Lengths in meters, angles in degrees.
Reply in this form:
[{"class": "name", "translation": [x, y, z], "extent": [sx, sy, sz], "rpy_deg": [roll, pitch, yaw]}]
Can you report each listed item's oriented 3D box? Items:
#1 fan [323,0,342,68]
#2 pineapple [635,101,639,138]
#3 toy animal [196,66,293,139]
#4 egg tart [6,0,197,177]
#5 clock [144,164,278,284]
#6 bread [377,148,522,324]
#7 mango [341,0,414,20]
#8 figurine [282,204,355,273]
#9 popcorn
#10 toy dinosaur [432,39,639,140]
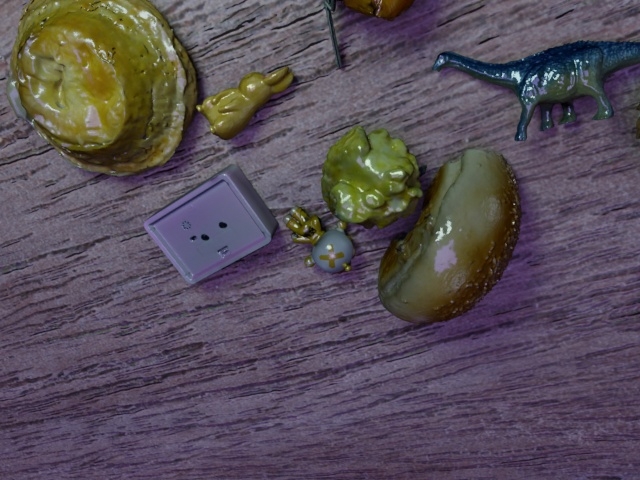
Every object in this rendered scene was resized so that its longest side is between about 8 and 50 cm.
[{"class": "fan", "translation": [-0.012, -0.397, 0.773], "extent": [0.012, 0.294, 0.223], "rpy_deg": [-18, 79, 2]}, {"class": "pineapple", "translation": [0.604, -0.091, 0.779], "extent": [0.223, 0.222, 0.357], "rpy_deg": [-35, 112, 23]}, {"class": "toy animal", "translation": [-0.114, -0.230, 0.919], "extent": [0.159, 0.083, 0.070], "rpy_deg": [-36, 78, 12]}, {"class": "egg tart", "translation": [-0.367, -0.246, 0.919], "extent": [0.342, 0.129, 0.340], "rpy_deg": [4, 117, 8]}, {"class": "clock", "translation": [-0.194, -0.026, 1.023], "extent": [0.197, 0.063, 0.150], "rpy_deg": [-28, 107, 21]}, {"class": "bread", "translation": [0.207, 0.019, 0.897], "extent": [0.171, 0.192, 0.314], "rpy_deg": [28, 117, -2]}, {"class": "mango", "translation": [0.069, -0.421, 0.754], "extent": [0.154, 0.126, 0.251], "rpy_deg": [-1, 107, 7]}, {"class": "figurine", "translation": [0.002, -0.005, 1.000], "extent": [0.102, 0.068, 0.143], "rpy_deg": [-25, 91, 13]}, {"class": "popcorn", "translation": [0.083, -0.094, 0.892], "extent": [0.174, 0.142, 0.173], "rpy_deg": [0, 90, 48]}, {"class": "toy dinosaur", "translation": [0.351, -0.231, 0.820], "extent": [0.364, 0.076, 0.147], "rpy_deg": [-7, 107, 18]}]
